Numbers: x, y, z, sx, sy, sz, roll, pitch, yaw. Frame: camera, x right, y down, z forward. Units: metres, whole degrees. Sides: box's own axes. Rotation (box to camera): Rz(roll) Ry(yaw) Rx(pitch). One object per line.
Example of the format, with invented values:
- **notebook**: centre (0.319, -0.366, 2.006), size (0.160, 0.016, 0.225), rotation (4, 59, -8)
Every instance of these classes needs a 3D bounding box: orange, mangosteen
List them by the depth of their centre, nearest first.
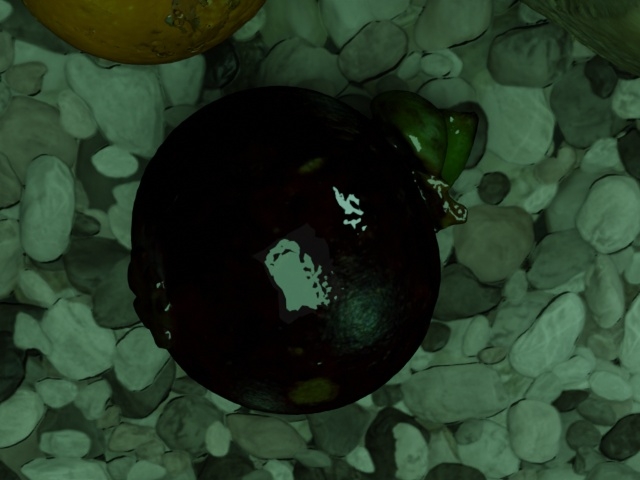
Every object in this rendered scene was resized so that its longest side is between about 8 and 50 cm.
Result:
- **orange**: centre (-0.153, -0.270, 0.901), size (0.246, 0.246, 0.246), rotation (-1, 112, -2)
- **mangosteen**: centre (0.000, 0.000, 0.998), size (0.360, 0.306, 0.306), rotation (-17, 113, -21)

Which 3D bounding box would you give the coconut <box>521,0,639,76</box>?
- **coconut**: centre (0.356, -0.291, 0.839), size (0.405, 0.404, 0.404), rotation (-1, 112, -2)
